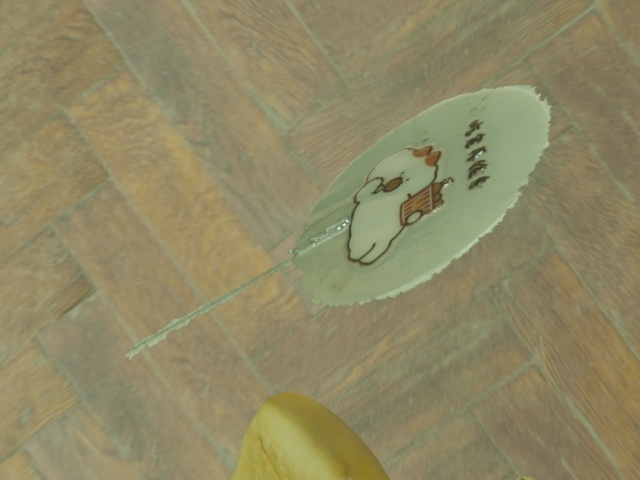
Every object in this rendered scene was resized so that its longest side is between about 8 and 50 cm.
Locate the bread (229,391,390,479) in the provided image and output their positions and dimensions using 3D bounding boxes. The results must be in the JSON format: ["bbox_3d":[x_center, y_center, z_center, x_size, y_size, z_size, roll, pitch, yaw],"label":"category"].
[{"bbox_3d":[-0.001,0.221,1.018,0.098,0.217,0.147,13,103,-27],"label":"bread"}]

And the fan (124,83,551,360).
[{"bbox_3d":[0.000,-0.001,0.767,0.329,0.191,0.009,-29,119,22],"label":"fan"}]

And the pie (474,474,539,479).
[{"bbox_3d":[0.177,0.378,1.241,0.339,0.083,0.340,2,116,3],"label":"pie"}]
